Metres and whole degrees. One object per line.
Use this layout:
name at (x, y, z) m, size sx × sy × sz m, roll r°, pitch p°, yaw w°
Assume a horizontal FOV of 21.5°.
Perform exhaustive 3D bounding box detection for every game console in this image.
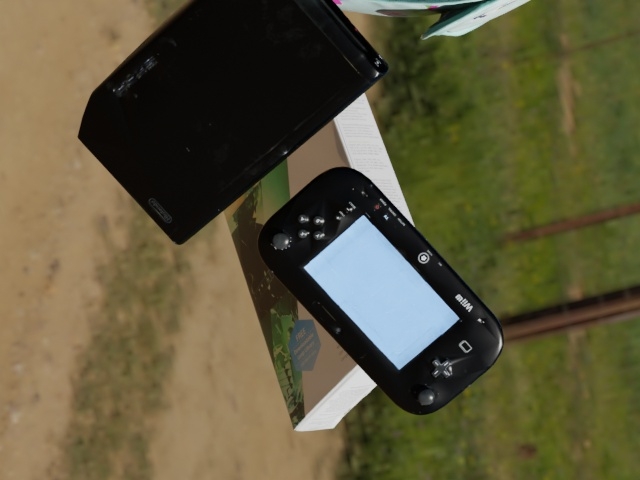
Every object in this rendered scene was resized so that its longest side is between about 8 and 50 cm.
game console at (0.004, -0.028, 1.270) m, size 0.361 × 0.213 × 0.044 m, roll 47°, pitch 20°, yaw -9°

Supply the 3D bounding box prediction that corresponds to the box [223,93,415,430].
box at (0.000, 0.000, 1.720) m, size 0.058 × 0.232 × 0.322 m, roll 2°, pitch 56°, yaw -34°

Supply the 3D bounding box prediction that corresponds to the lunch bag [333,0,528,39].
lunch bag at (0.084, -0.242, 1.335) m, size 0.223 × 0.262 × 0.160 m, roll -29°, pitch 130°, yaw -76°
